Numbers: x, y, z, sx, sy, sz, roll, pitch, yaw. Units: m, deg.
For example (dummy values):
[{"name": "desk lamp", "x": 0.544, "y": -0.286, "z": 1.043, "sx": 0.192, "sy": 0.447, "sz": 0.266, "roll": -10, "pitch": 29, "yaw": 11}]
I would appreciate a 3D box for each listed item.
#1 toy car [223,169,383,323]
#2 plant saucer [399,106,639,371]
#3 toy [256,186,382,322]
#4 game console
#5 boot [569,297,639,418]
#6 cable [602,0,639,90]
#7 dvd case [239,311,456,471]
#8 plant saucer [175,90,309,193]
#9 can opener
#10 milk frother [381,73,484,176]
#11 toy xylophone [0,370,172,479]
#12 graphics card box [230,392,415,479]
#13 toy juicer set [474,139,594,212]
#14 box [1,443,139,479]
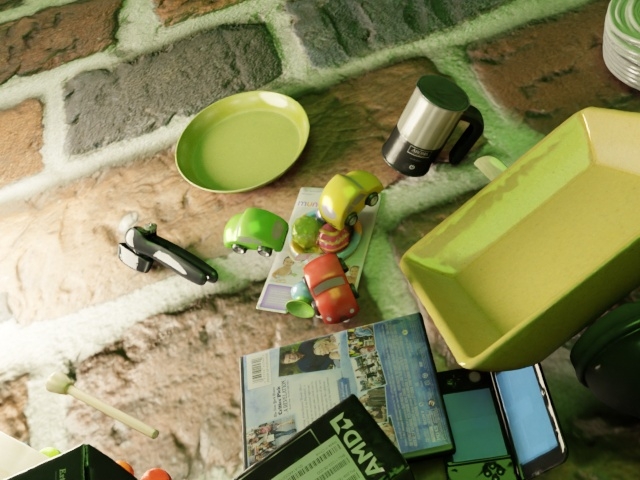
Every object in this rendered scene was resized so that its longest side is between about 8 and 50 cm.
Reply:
[{"name": "toy car", "x": -0.039, "y": -0.010, "z": 0.837, "sx": 0.225, "sy": 0.053, "sz": 0.239, "roll": 4, "pitch": 61, "yaw": 19}, {"name": "plant saucer", "x": 0.268, "y": -0.005, "z": 0.691, "sx": 0.333, "sy": 0.081, "sz": 0.332, "roll": -40, "pitch": 15, "yaw": 8}, {"name": "toy", "x": 0.000, "y": 0.000, "z": 0.885, "sx": 0.137, "sy": 0.056, "sz": 0.237, "roll": 6, "pitch": 57, "yaw": 16}, {"name": "game console", "x": 0.191, "y": 0.194, "z": 0.678, "sx": 0.124, "sy": 0.085, "sz": 0.144, "roll": -11, "pitch": 53, "yaw": 6}, {"name": "boot", "x": 0.435, "y": 0.240, "z": 0.436, "sx": 0.367, "sy": 0.146, "sz": 0.445, "roll": 3, "pitch": 41, "yaw": -5}, {"name": "cable", "x": 0.588, "y": -0.331, "z": 0.958, "sx": 0.257, "sy": 0.089, "sz": 0.257, "roll": -7, "pitch": 53, "yaw": 10}, {"name": "dvd case", "x": 0.022, "y": 0.198, "z": 0.744, "sx": 0.253, "sy": 0.022, "sz": 0.180, "roll": -15, "pitch": 52, "yaw": 9}, {"name": "plant saucer", "x": -0.133, "y": -0.167, "z": 1.050, "sx": 0.241, "sy": 0.037, "sz": 0.240, "roll": -7, "pitch": 54, "yaw": 10}, {"name": "can opener", "x": -0.234, "y": 0.025, "z": 0.935, "sx": 0.186, "sy": 0.073, "sz": 0.059, "roll": 20, "pitch": 23, "yaw": 22}, {"name": "milk frother", "x": 0.168, "y": -0.193, "z": 0.932, "sx": 0.129, "sy": 0.134, "sz": 0.143, "roll": 1, "pitch": 51, "yaw": -24}, {"name": "toy xylophone", "x": -0.309, "y": 0.305, "z": 0.724, "sx": 0.323, "sy": 0.081, "sz": 0.236, "roll": 23, "pitch": 63, "yaw": 27}, {"name": "graphics card box", "x": -0.070, "y": 0.325, "z": 0.556, "sx": 0.371, "sy": 0.232, "sz": 0.094, "roll": -33, "pitch": 47, "yaw": -12}, {"name": "toy juicer set", "x": 0.409, "y": -0.078, "z": 0.835, "sx": 0.329, "sy": 0.089, "sz": 0.209, "roll": -22, "pitch": 73, "yaw": 13}, {"name": "box", "x": -0.228, "y": 0.269, "z": 0.427, "sx": 0.207, "sy": 0.108, "sz": 0.153, "roll": -23, "pitch": 45, "yaw": -1}]
